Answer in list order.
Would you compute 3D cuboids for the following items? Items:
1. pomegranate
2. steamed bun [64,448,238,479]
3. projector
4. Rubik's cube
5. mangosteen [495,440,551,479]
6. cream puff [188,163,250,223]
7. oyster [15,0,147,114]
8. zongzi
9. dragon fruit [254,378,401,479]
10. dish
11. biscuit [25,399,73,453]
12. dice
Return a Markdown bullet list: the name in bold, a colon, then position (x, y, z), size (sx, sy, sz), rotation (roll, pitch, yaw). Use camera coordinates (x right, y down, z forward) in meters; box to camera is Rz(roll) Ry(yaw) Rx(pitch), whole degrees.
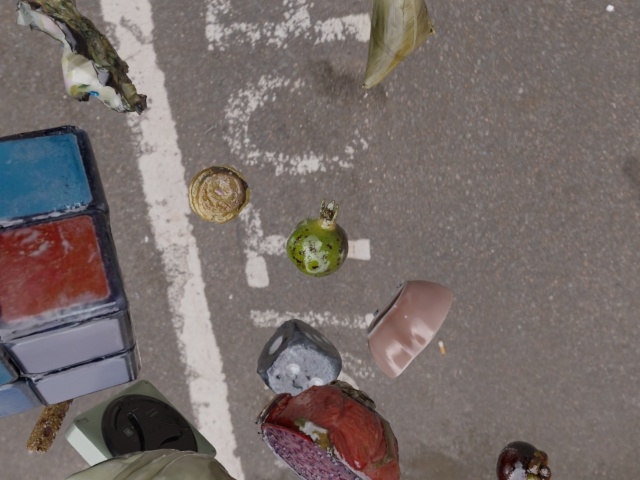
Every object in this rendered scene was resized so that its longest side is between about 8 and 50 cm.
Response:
- **pomegranate**: position (-0.007, -0.009, 1.840), size (0.198, 0.198, 0.245), rotation (1, 96, 8)
- **steamed bun**: position (-0.199, 0.330, 0.668), size (0.268, 0.207, 0.280), rotation (-7, 140, -38)
- **projector**: position (-0.382, 0.443, 1.316), size (0.259, 0.257, 0.079), rotation (41, 108, 10)
- **Rubik's cube**: position (-0.458, 0.063, 0.874), size (0.318, 0.313, 0.316), rotation (-13, 155, -22)
- **mangosteen**: position (0.490, 0.548, 1.426), size (0.140, 0.140, 0.140), rotation (4, 122, 6)
- **cream puff**: position (-0.309, -0.143, 1.807), size (0.189, 0.129, 0.189), rotation (1, 88, -22)
- **oyster**: position (-0.330, -0.260, 0.835), size (0.092, 0.260, 0.198), rotation (-46, 122, -15)
- **zongzi**: position (0.128, -0.411, 1.172), size (0.197, 0.099, 0.194), rotation (-48, 149, -4)
- **dragon fruit**: position (0.034, 0.273, 0.859), size (0.223, 0.148, 0.218), rotation (49, 149, -16)
- **dish**: position (0.159, 0.158, 1.163), size (0.090, 0.213, 0.213), rotation (36, 120, 1)
- **biscuit**: position (-0.578, 0.366, 1.310), size (0.064, 0.199, 0.034), rotation (-13, 136, 38)
- **dice**: position (-0.061, 0.343, 1.684), size (0.183, 0.182, 0.181), rotation (37, 97, -17)
